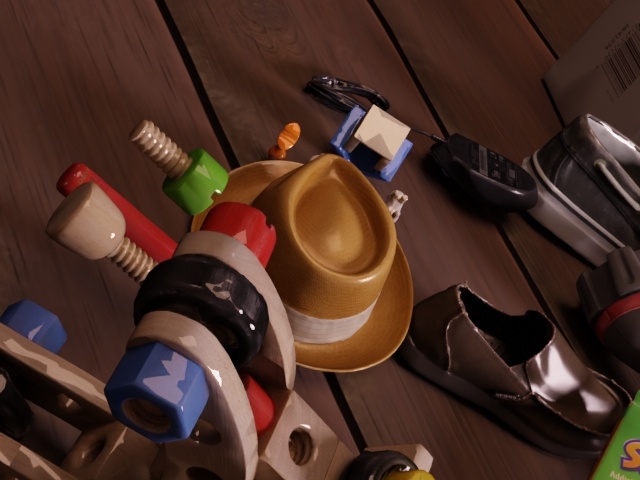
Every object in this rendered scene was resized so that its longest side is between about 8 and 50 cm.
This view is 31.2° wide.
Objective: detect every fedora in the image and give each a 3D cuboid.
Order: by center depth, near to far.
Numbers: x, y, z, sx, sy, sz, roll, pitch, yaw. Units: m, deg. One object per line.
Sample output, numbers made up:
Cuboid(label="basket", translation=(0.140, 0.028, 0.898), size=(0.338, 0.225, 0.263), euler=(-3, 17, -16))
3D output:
Cuboid(label="fedora", translation=(0.000, 0.000, 0.839), size=(0.194, 0.079, 0.194), euler=(16, 47, -18))

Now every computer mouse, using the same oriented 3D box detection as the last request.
Cuboid(label="computer mouse", translation=(0.092, -0.085, 1.062), size=(0.242, 0.041, 0.071), euler=(27, 30, -5))

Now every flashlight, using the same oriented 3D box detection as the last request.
Cuboid(label="flashlight", translation=(0.309, 0.149, 0.958), size=(0.103, 0.103, 0.304), euler=(54, 19, -55))

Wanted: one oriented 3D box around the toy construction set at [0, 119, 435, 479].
Cuboid(label="toy construction set", translation=(-0.063, 0.099, 0.628), size=(0.237, 0.257, 0.309), euler=(43, 23, -25))

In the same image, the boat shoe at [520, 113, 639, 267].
Cuboid(label="boat shoe", translation=(0.351, -0.003, 1.122), size=(0.335, 0.119, 0.121), euler=(29, 38, -15))

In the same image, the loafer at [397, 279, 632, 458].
Cuboid(label="loafer", translation=(0.165, 0.101, 0.892), size=(0.220, 0.078, 0.080), euler=(25, 40, -19))

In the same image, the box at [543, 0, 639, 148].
Cuboid(label="box", translation=(0.466, -0.160, 1.300), size=(0.345, 0.215, 0.168), euler=(13, 44, -32))

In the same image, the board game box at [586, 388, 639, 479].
Cuboid(label="board game box", translation=(0.232, 0.221, 0.807), size=(0.124, 0.039, 0.259), euler=(33, 50, 11))

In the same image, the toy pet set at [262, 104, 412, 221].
Cuboid(label="toy pet set", translation=(0.019, -0.060, 0.968), size=(0.122, 0.065, 0.114), euler=(33, 72, -5))
